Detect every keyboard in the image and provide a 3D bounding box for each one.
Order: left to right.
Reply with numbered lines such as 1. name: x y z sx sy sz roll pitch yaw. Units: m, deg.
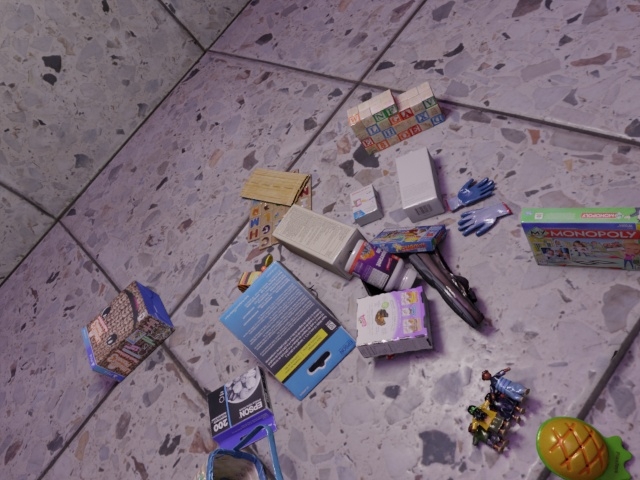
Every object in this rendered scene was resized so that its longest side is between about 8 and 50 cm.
1. keyboard: 0.164 0.104 1.567 0.100 0.038 0.191 -18 66 -13

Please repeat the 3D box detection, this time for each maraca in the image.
1. maraca: 0.540 0.436 1.054 0.186 0.099 0.127 14 68 12

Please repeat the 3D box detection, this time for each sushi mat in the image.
1. sushi mat: -0.191 -0.219 2.060 0.317 0.019 0.151 14 69 41

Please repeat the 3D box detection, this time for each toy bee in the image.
1. toy bee: -0.176 0.130 1.717 0.299 0.162 0.195 -17 49 24

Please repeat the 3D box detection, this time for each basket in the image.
1. basket: -0.201 0.656 1.323 0.289 0.201 0.254 -40 43 17

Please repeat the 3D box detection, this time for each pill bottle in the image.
1. pill bottle: 0.178 0.084 1.495 0.194 0.108 0.108 26 73 6

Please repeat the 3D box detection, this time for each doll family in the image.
1. doll family: 0.404 0.389 1.198 0.111 0.076 0.193 22 68 47

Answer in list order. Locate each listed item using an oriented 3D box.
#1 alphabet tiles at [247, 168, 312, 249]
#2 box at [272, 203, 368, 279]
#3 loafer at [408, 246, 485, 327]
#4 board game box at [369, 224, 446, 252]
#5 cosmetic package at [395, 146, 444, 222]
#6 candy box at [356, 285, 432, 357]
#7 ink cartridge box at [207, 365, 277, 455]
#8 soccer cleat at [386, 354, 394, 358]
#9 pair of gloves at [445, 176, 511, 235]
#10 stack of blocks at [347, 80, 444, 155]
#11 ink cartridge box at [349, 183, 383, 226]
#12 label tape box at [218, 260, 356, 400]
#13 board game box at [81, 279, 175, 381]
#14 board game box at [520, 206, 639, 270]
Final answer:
1. alphabet tiles: -0.159 -0.127 1.993 0.285 0.011 0.342 -19 50 22
2. box: 0.000 0.000 1.715 0.311 0.121 0.148 26 76 43
3. loafer: 0.357 0.110 1.407 0.095 0.109 0.302 -37 42 -1
4. board game box: 0.262 -0.005 1.548 0.201 0.035 0.136 -3 20 33
5. cosmetic package: 0.319 -0.182 1.657 0.118 0.085 0.230 -18 49 23
6. candy box: 0.201 0.227 1.422 0.197 0.070 0.164 -13 44 18
7. ink cartridge box: -0.246 0.521 1.563 0.206 0.045 0.208 -32 48 11
8. soccer cleat: 0.201 0.294 1.434 0.036 0.029 0.083 6 59 46
9. pair of gloves: 0.468 -0.105 1.541 0.159 0.023 0.198 -27 48 13
10. stack of blocks: 0.266 -0.442 1.818 0.298 0.171 0.087 -22 49 19
11. ink cartridge box: 0.155 -0.121 1.745 0.089 0.052 0.122 -24 47 19
12. label tape box: -0.095 0.267 1.560 0.348 0.115 0.249 44 90 3
13. board game box: -0.739 0.342 1.960 0.291 0.141 0.232 -44 45 -1
14. board game box: 0.658 -0.002 1.202 0.318 0.213 0.046 2 61 36
